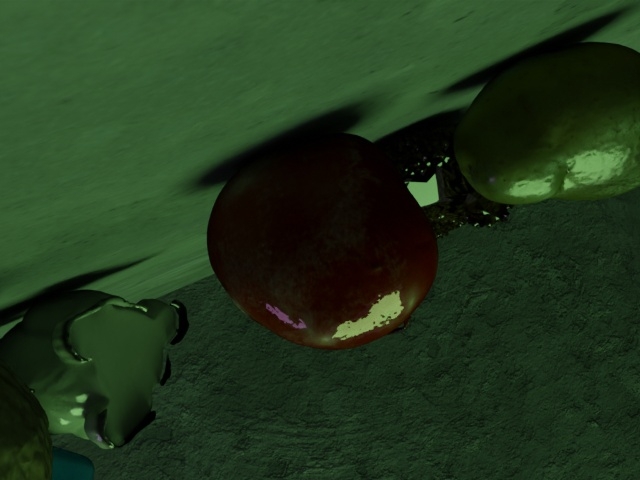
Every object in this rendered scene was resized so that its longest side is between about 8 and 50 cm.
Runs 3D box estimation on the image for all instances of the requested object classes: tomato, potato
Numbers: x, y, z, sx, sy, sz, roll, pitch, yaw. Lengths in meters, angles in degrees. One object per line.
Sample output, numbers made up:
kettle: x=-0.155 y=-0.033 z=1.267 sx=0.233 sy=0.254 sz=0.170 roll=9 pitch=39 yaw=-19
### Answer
tomato: x=0.000 y=0.000 z=0.588 sx=0.186 sy=0.152 sz=0.187 roll=-5 pitch=-140 yaw=4
potato: x=0.214 y=-0.096 z=0.679 sx=0.193 sy=0.157 sz=0.157 roll=-24 pitch=179 yaw=-13

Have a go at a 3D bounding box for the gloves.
gloves: x=0.141 y=-0.067 z=0.938 sx=0.210 sy=0.135 sz=0.312 roll=-19 pitch=179 yaw=28

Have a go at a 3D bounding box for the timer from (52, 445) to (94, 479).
timer: x=-0.461 y=0.292 z=0.920 sx=0.308 sy=0.115 sz=0.340 roll=2 pitch=159 yaw=5

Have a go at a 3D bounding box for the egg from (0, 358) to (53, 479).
egg: x=-0.349 y=0.205 z=0.604 sx=0.279 sy=0.279 sz=0.310 roll=-22 pitch=150 yaw=-34

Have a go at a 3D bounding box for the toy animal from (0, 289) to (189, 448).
toy animal: x=-0.378 y=0.176 z=0.998 sx=0.357 sy=0.194 sz=0.257 roll=-12 pitch=-179 yaw=28
